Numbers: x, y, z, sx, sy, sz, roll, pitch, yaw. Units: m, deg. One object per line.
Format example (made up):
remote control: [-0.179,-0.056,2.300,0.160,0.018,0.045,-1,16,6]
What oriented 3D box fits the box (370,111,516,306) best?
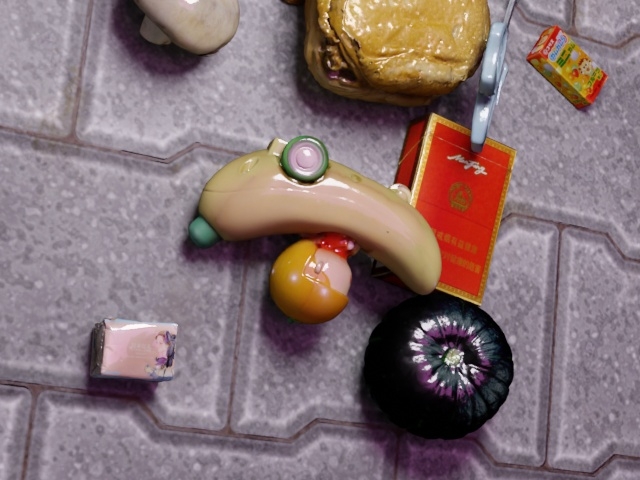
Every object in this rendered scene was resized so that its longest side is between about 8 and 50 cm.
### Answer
box: [0.173,-0.040,1.674,0.153,0.074,0.239,20,75,-19]

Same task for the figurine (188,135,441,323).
figurine: [0.000,0.000,1.527,0.325,0.124,0.222,25,83,-9]

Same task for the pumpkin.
pumpkin: [0.156,0.167,1.595,0.202,0.140,0.202,4,74,-13]

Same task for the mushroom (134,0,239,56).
mushroom: [-0.176,-0.293,1.501,0.154,0.122,0.154,38,26,-23]

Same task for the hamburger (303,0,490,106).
hamburger: [0.092,-0.331,1.609,0.319,0.158,0.318,7,79,-37]

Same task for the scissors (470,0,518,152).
scissors: [0.257,-0.274,1.685,0.029,0.191,0.360,12,41,11]

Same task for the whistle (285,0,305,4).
whistle: [-0.040,-0.357,1.626,0.109,0.046,0.057,2,68,-32]

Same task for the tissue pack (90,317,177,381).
tissue pack: [-0.227,0.133,1.451,0.094,0.059,0.074,5,82,-26]

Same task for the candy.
candy: [0.376,-0.263,1.823,0.122,0.038,0.062,41,67,-16]
